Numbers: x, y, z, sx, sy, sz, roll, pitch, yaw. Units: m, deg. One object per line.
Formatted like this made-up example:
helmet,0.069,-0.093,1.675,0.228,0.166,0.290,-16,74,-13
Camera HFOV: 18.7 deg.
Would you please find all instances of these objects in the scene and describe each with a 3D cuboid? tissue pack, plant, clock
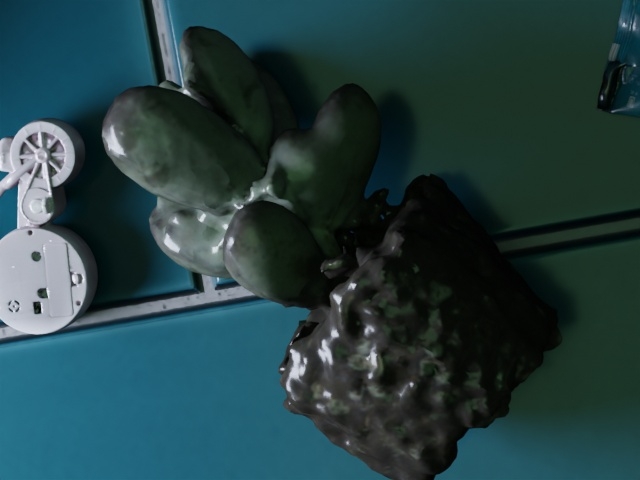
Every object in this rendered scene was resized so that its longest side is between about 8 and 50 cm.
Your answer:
tissue pack,0.228,-0.093,1.081,0.138,0.028,0.085,15,96,7
plant,0.000,0.001,1.071,0.274,0.146,0.149,46,103,6
clock,-0.176,-0.009,1.162,0.087,0.041,0.129,4,99,8
